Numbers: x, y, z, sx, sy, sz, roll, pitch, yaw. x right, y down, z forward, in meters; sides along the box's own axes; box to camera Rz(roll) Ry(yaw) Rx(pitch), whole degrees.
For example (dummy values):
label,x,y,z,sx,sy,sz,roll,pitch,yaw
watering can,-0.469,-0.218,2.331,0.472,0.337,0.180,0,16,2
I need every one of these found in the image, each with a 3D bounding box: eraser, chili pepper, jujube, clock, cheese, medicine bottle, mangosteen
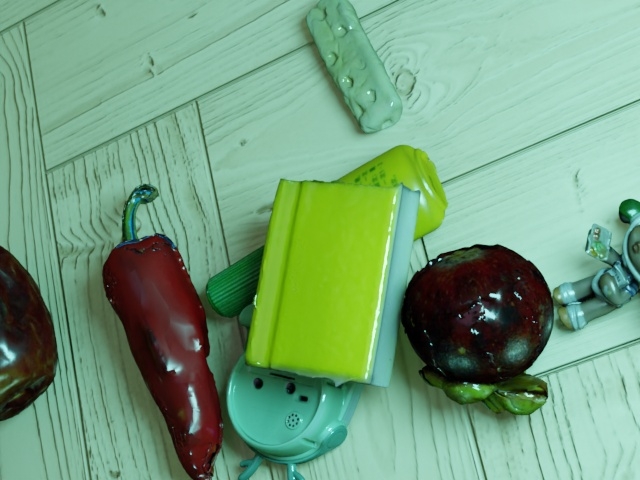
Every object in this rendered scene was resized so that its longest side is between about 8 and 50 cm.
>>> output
label,x,y,z,sx,sy,sz,roll,pitch,yaw
eraser,0.011,0.044,1.451,0.158,0.069,0.226,6,81,26
chili pepper,-0.188,0.107,1.611,0.110,0.110,0.387,-30,66,18
jujube,-0.436,0.108,1.712,0.183,0.183,0.243,-43,69,12
clock,-0.036,0.181,1.521,0.159,0.066,0.210,7,79,31
cheese,0.039,-0.213,1.612,0.065,0.043,0.194,-32,62,16
medicine bottle,0.000,0.000,1.548,0.309,0.076,0.111,-29,61,18
mangosteen,0.165,0.095,1.389,0.166,0.166,0.180,-3,100,29

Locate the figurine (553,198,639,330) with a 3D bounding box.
label,x,y,z,sx,sy,sz,roll,pitch,yaw
figurine,0.322,0.024,1.351,0.197,0.093,0.147,-25,53,22
